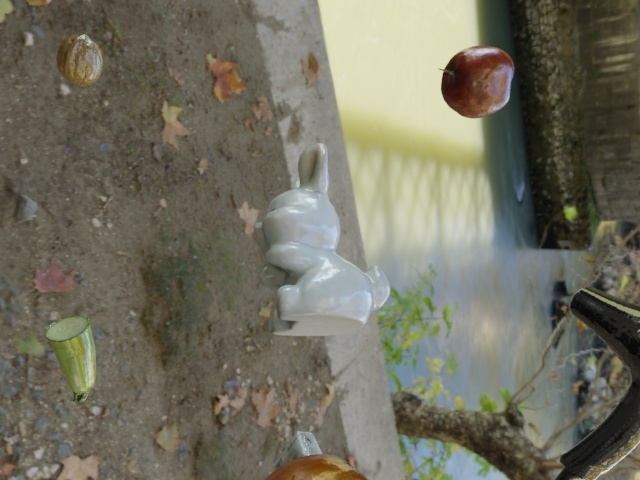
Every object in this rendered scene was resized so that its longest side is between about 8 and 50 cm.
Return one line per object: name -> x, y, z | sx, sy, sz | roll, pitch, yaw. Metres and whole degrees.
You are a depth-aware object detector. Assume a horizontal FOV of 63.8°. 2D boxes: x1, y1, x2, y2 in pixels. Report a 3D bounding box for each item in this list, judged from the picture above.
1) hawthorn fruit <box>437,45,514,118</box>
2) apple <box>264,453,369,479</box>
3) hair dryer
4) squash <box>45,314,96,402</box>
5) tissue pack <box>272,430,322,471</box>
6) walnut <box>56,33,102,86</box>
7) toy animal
hawthorn fruit -> 0.265, -0.281, 0.896 | 0.140, 0.125, 0.125 | 25, 63, -3
apple -> 0.012, 0.383, 0.672 | 0.173, 0.210, 0.235 | -33, 160, -24
hair dryer -> 0.319, 0.187, 0.595 | 0.091, 0.235, 0.272 | 34, 98, -19
squash -> -0.567, 0.289, 1.187 | 0.094, 0.094, 0.225 | -30, 131, -49
tissue pack -> -0.035, 0.363, 0.837 | 0.042, 0.062, 0.083 | 23, 106, -33
walnut -> -0.582, -0.436, 1.245 | 0.105, 0.105, 0.125 | -3, 125, -53
toy animal -> -0.009, 0.004, 1.017 | 0.241, 0.196, 0.368 | -7, 66, -19
